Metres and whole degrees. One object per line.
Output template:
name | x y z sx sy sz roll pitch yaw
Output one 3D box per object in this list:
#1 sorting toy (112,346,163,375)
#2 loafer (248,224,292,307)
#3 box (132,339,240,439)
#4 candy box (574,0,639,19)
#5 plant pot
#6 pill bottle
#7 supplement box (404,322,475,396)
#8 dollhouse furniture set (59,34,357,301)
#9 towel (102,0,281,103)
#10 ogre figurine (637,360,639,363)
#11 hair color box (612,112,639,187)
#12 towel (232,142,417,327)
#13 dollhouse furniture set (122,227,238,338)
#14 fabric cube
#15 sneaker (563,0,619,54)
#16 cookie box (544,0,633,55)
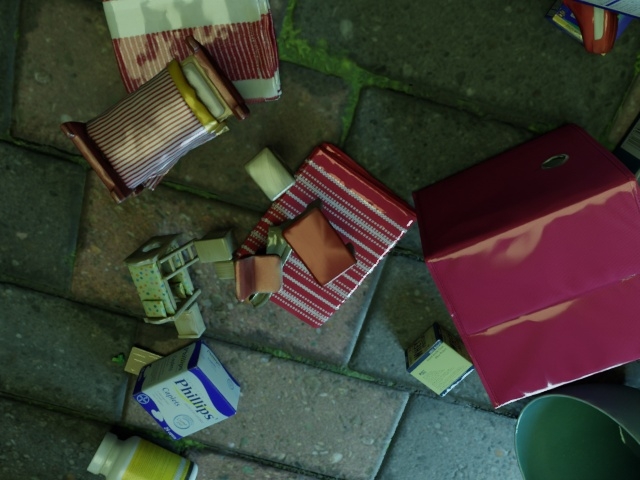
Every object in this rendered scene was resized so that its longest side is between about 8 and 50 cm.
sorting toy | -0.329 0.215 1.132 0.083 0.012 0.062 22 116 -9
loafer | -0.083 0.037 0.989 0.050 0.056 0.148 23 105 -8
box | -0.233 0.264 1.109 0.137 0.072 0.126 -27 116 13
candy box | 0.365 -0.391 0.687 0.316 0.122 0.269 10 84 -13
plant pot | 0.494 0.352 1.027 0.195 0.290 0.291 -18 117 -29
pill bottle | -0.331 0.429 1.176 0.184 0.103 0.103 29 112 -9
supplement box | 0.201 0.202 1.071 0.083 0.056 0.083 37 110 -12
dollhouse furniture set | -0.130 -0.060 0.855 0.201 0.152 0.374 -36 101 4
towel | -0.190 -0.344 0.871 0.236 0.037 0.329 -5 113 6
ogre figurine | 0.571 0.123 0.983 0.096 0.118 0.197 22 111 -1
hair color box | 0.611 -0.087 0.897 0.347 0.105 0.174 24 113 -7
towel | 0.000 0.000 1.012 0.198 0.031 0.275 34 113 -13
dollhouse furniture set | -0.198 0.089 1.002 0.160 0.101 0.182 -6 113 22
fabric cube | 0.300 0.026 0.885 0.258 0.254 0.259 -23 111 14
sneaker | 0.300 -0.334 0.802 0.128 0.087 0.222 -7 84 32
cookie box | 0.374 -0.319 0.844 0.091 0.040 0.107 31 111 -8
